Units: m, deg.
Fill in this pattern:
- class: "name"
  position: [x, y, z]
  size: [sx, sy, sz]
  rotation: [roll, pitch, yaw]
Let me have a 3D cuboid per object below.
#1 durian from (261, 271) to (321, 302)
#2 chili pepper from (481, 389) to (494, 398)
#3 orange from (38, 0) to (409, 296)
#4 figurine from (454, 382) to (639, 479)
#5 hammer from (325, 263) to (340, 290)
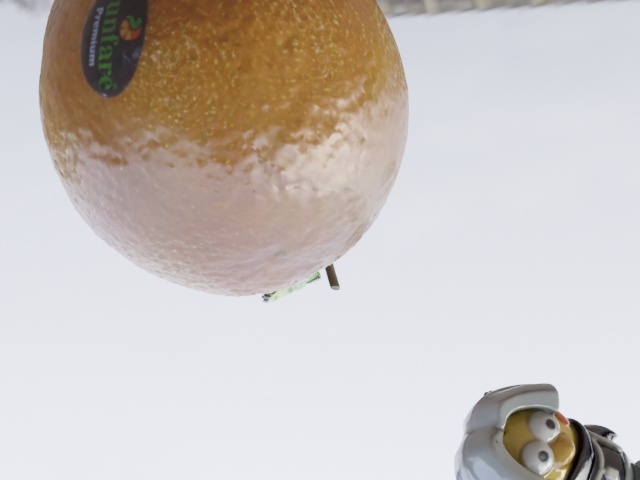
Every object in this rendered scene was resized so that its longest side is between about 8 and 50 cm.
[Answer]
- class: "durian"
  position: [-0.040, 0.035, 1.974]
  size: [0.100, 0.086, 0.215]
  rotation: [-1, 153, -32]
- class: "chili pepper"
  position: [0.235, 0.222, 1.673]
  size: [0.035, 0.055, 0.118]
  rotation: [23, -177, 27]
- class: "orange"
  position: [-0.051, -0.075, 0.666]
  size: [0.206, 0.206, 0.206]
  rotation: [-14, -159, 5]
- class: "figurine"
  position: [0.250, 0.253, 1.362]
  size: [0.133, 0.236, 0.176]
  rotation: [-39, -153, 56]
- class: "hammer"
  position: [0.000, 0.000, 1.857]
  size: [0.062, 0.017, 0.182]
  rotation: [9, -137, -25]
